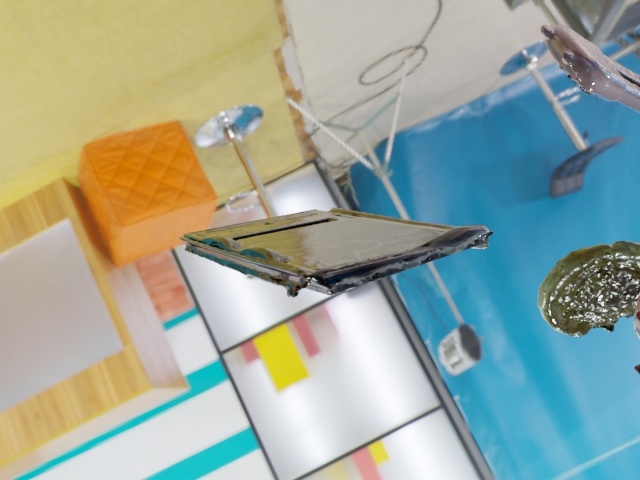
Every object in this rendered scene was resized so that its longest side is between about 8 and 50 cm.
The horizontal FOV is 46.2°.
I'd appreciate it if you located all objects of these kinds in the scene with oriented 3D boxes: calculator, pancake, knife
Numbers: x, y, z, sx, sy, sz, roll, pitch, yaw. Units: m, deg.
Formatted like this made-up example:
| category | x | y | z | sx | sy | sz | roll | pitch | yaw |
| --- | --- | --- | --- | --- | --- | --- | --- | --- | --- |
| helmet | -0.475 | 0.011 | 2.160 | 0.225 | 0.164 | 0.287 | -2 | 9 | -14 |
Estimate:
| category | x | y | z | sx | sy | sz | roll | pitch | yaw |
| --- | --- | --- | --- | --- | --- | --- | --- | --- | --- |
| calculator | 0.000 | -0.001 | 0.623 | 0.166 | 0.028 | 0.274 | -14 | -167 | -27 |
| pancake | 0.265 | 0.046 | 0.695 | 0.130 | 0.022 | 0.116 | -31 | 125 | 28 |
| knife | 0.380 | -0.168 | 0.866 | 0.399 | 0.132 | 0.038 | 7 | 135 | -42 |

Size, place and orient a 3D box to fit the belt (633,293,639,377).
| category | x | y | z | sx | sy | sz | roll | pitch | yaw |
| --- | --- | --- | --- | --- | --- | --- | --- | --- | --- |
| belt | 0.314 | 0.009 | 0.403 | 0.227 | 0.115 | 0.323 | 4 | 130 | -26 |
